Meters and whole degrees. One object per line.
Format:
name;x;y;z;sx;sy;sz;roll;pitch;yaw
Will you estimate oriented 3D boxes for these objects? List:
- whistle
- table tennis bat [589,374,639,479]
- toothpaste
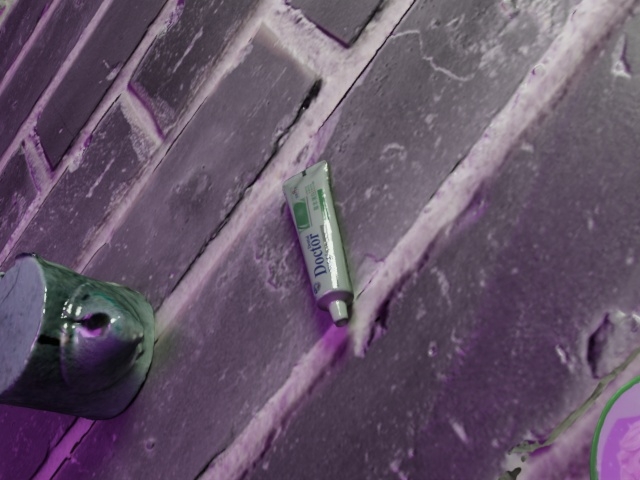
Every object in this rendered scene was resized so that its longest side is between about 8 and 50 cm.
whistle;-0.384;0.107;1.021;0.405;0.168;0.188;29;93;46
table tennis bat;0.260;0.118;0.501;0.161;0.039;0.257;-16;63;36
toothpaste;0.000;0.000;0.803;0.064;0.041;0.218;-28;50;18
